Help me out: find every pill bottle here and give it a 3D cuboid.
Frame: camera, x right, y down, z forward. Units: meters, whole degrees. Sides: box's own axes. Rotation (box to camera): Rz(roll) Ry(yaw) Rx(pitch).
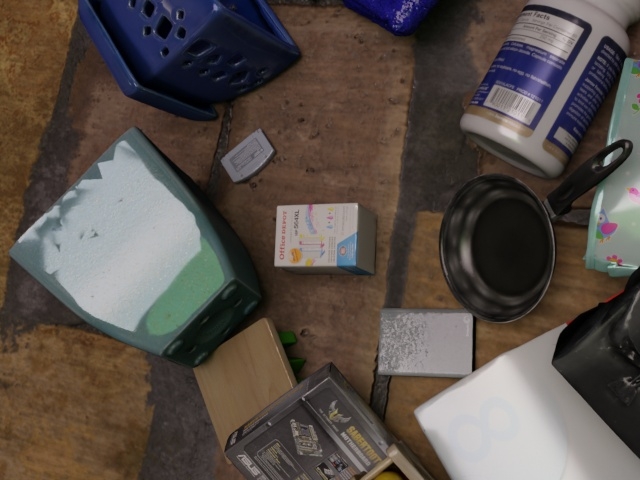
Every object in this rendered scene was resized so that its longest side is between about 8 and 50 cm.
[{"bbox_3d":[0.310,-0.227,1.193,0.153,0.153,0.265,31,93,24],"label":"pill bottle"}]

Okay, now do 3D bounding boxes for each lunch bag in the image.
[{"bbox_3d":[0.453,-0.067,1.105,0.223,0.160,0.263,11,79,23],"label":"lunch bag"}]

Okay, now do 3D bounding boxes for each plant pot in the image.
[{"bbox_3d":[-0.230,0.042,1.300,0.248,0.247,0.252,-45,71,-3],"label":"plant pot"},{"bbox_3d":[-0.212,-0.325,1.385,0.212,0.236,0.236,-40,68,18],"label":"plant pot"}]

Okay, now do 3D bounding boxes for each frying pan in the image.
[{"bbox_3d":[0.259,-0.041,1.168,0.197,0.053,0.326,51,129,37],"label":"frying pan"}]

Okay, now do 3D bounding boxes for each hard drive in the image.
[{"bbox_3d":[0.148,0.142,1.262,0.135,0.022,0.094,-1,80,22],"label":"hard drive"}]

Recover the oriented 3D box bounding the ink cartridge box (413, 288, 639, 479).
[{"bbox_3d":[0.355,0.247,1.124,0.385,0.091,0.308,-36,70,14],"label":"ink cartridge box"}]

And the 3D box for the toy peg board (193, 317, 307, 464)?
[{"bbox_3d":[-0.084,0.218,1.324,0.160,0.079,0.161,-34,68,30],"label":"toy peg board"}]

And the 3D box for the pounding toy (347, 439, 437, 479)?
[{"bbox_3d":[0.118,0.389,1.106,0.155,0.154,0.269,-40,94,3],"label":"pounding toy"}]

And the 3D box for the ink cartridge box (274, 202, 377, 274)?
[{"bbox_3d":[0.000,0.000,1.311,0.143,0.090,0.092,-1,80,21],"label":"ink cartridge box"}]

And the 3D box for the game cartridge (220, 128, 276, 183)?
[{"bbox_3d":[-0.112,-0.129,1.421,0.083,0.017,0.056,-37,66,12],"label":"game cartridge"}]

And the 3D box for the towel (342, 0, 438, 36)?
[{"bbox_3d":[0.146,-0.453,1.296,0.308,0.076,0.227,-54,37,8],"label":"towel"}]

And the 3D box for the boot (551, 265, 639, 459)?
[{"bbox_3d":[0.532,0.172,0.991,0.367,0.146,0.445,-42,78,7],"label":"boot"}]

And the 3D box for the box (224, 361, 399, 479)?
[{"bbox_3d":[0.014,0.305,1.213,0.183,0.056,0.231,-38,99,11],"label":"box"}]
